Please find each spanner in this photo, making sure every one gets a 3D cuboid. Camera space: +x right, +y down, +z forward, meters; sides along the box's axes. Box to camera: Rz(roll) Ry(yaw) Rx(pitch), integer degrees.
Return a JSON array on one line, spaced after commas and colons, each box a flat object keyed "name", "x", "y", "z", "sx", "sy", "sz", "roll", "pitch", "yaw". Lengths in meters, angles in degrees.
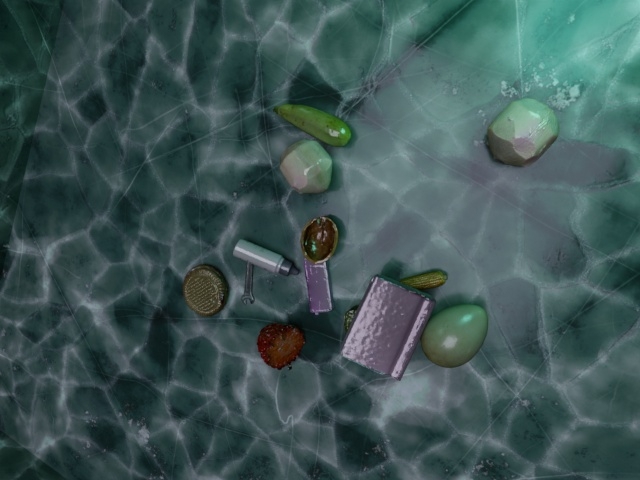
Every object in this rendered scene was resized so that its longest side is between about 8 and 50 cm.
[{"name": "spanner", "x": -0.341, "y": 0.163, "z": 2.133, "sx": 0.071, "sy": 0.017, "sz": 0.302, "roll": 7, "pitch": 100, "yaw": 16}]

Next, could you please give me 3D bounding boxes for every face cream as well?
[{"name": "face cream", "x": -0.241, "y": 0.088, "z": 2.044, "sx": 0.311, "sy": 0.092, "sz": 0.092, "roll": 21, "pitch": 104, "yaw": 6}]

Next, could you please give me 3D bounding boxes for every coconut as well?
[{"name": "coconut", "x": 0.714, "y": -0.377, "z": 1.608, "sx": 0.227, "sy": 0.227, "sz": 0.230, "roll": 43, "pitch": 101, "yaw": 8}, {"name": "coconut", "x": -0.052, "y": -0.296, "z": 1.874, "sx": 0.224, "sy": 0.224, "sz": 0.234, "roll": -31, "pitch": 90, "yaw": 19}]

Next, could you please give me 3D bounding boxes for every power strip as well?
[{"name": "power strip", "x": -0.008, "y": 0.195, "z": 2.018, "sx": 0.109, "sy": 0.037, "sz": 0.279, "roll": -6, "pitch": 95, "yaw": 18}]

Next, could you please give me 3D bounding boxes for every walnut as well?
[{"name": "walnut", "x": 0.000, "y": 0.002, "z": 1.958, "sx": 0.167, "sy": 0.087, "sz": 0.211, "roll": 10, "pitch": 85, "yaw": 14}]

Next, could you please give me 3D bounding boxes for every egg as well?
[{"name": "egg", "x": 0.536, "y": 0.371, "z": 1.775, "sx": 0.295, "sy": 0.218, "sz": 0.218, "roll": -41, "pitch": 84, "yaw": 8}]

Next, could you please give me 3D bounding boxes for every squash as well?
[{"name": "squash", "x": -0.034, "y": -0.504, "z": 1.891, "sx": 0.370, "sy": 0.118, "sz": 0.118, "roll": 29, "pitch": 105, "yaw": 16}]

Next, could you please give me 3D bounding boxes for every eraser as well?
[{"name": "eraser", "x": 0.267, "y": 0.341, "z": 1.798, "sx": 0.272, "sy": 0.122, "sz": 0.359, "roll": 22, "pitch": 96, "yaw": 5}]

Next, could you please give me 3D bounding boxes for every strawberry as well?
[{"name": "strawberry", "x": -0.198, "y": 0.467, "z": 2.071, "sx": 0.178, "sy": 0.234, "sz": 0.234, "roll": 30, "pitch": 108, "yaw": 43}]

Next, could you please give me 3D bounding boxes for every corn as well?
[{"name": "corn", "x": 0.423, "y": 0.172, "z": 1.860, "sx": 0.207, "sy": 0.068, "sz": 0.068, "roll": -13, "pitch": 94, "yaw": 19}]

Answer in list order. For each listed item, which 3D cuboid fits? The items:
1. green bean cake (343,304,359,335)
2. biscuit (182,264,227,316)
[{"name": "green bean cake", "x": 0.215, "y": 0.380, "z": 1.933, "sx": 0.214, "sy": 0.113, "sz": 0.200, "roll": -4, "pitch": 98, "yaw": 17}, {"name": "biscuit", "x": -0.563, "y": 0.243, "z": 2.183, "sx": 0.259, "sy": 0.079, "sz": 0.259, "roll": 2, "pitch": 98, "yaw": 17}]
